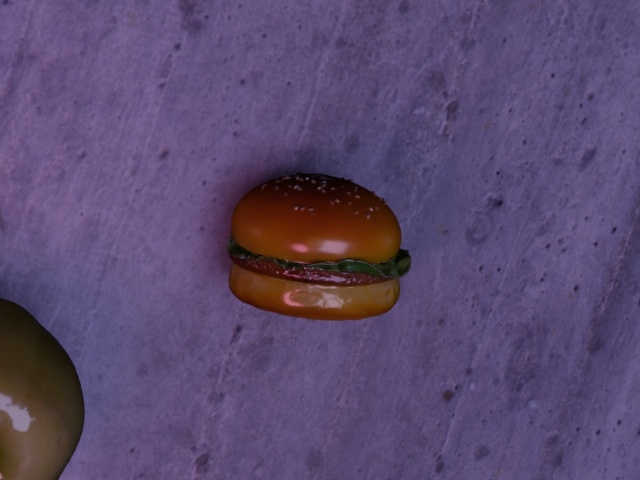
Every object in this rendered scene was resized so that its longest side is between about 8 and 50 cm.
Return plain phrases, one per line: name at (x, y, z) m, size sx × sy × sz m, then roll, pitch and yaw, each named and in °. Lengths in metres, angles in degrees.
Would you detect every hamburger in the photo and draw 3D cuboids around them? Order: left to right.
hamburger at (-0.001, 0.000, 1.904) m, size 0.246 × 0.246 × 0.170 m, roll -4°, pitch 103°, yaw -27°

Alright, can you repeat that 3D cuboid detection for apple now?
apple at (-0.410, 0.187, 1.709) m, size 0.279 × 0.279 × 0.279 m, roll -8°, pitch 107°, yaw -26°
